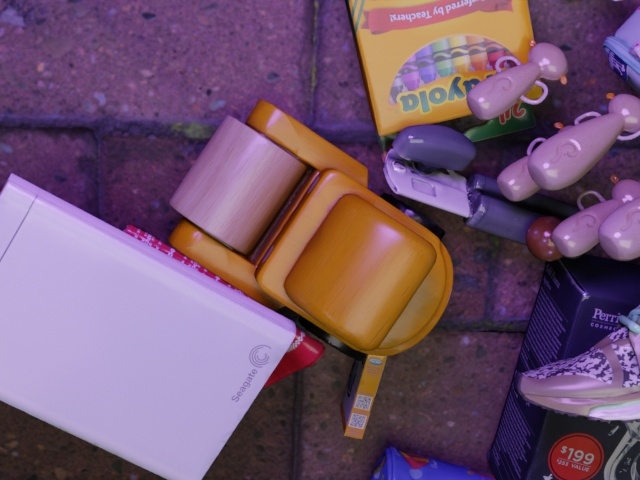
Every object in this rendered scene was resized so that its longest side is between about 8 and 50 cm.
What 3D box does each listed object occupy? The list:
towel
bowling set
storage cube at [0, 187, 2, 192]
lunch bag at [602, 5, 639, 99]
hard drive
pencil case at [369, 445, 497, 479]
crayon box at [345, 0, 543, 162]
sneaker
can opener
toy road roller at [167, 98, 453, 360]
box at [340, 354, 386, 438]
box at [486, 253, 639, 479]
[{"bbox_3d":[-0.140,0.085,1.408,0.275,0.199,0.031,33,65,-11],"label":"towel"},{"bbox_3d":[0.294,-0.077,1.323,0.154,0.200,0.287,-33,69,-15],"label":"bowling set"},{"bbox_3d":[-0.466,0.014,1.362,0.215,0.183,0.193,-29,106,7],"label":"storage cube"},{"bbox_3d":[0.445,-0.142,1.305,0.108,0.224,0.279,-42,126,13],"label":"lunch bag"},{"bbox_3d":[-0.237,0.110,1.292,0.353,0.047,0.233,29,105,-16],"label":"hard drive"},{"bbox_3d":[0.203,0.369,1.538,0.306,0.119,0.133,16,78,-7],"label":"pencil case"},{"bbox_3d":[0.138,-0.253,1.357,0.202,0.081,0.318,-14,109,2],"label":"crayon box"},{"bbox_3d":[0.397,0.072,1.273,0.411,0.158,0.182,-17,93,0],"label":"sneaker"},{"bbox_3d":[0.208,-0.060,1.392,0.284,0.076,0.095,17,133,-19],"label":"can opener"},{"bbox_3d":[0.000,0.000,1.334,0.330,0.240,0.202,33,91,-11],"label":"toy road roller"},{"bbox_3d":[0.057,0.174,1.491,0.028,0.081,0.136,15,107,-8],"label":"box"},{"bbox_3d":[0.424,0.208,1.468,0.343,0.179,0.312,10,106,-6],"label":"box"}]
